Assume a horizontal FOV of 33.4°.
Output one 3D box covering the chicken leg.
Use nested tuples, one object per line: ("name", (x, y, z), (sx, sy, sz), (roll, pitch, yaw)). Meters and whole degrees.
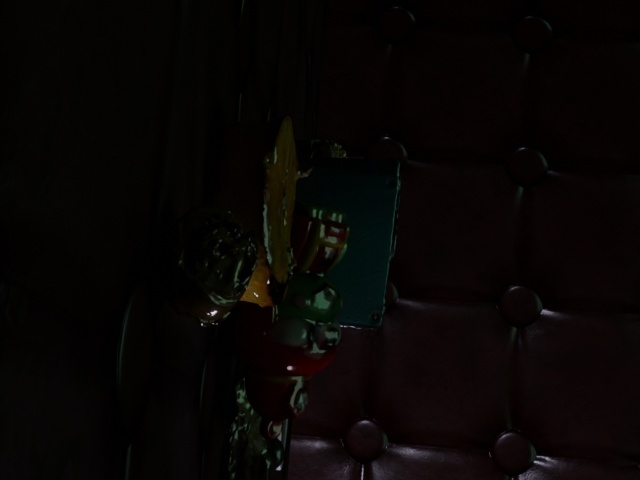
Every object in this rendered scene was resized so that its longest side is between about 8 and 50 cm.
("chicken leg", (-0.113, 0.012, 1.076), (0.251, 0.087, 0.107), (-113, -132, -81))

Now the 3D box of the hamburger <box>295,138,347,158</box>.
("hamburger", (-0.026, -0.039, 1.885), (0.302, 0.170, 0.302), (5, 90, -89))

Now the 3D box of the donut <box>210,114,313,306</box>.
("donut", (-0.075, -0.037, 1.347), (0.253, 0.118, 0.254), (-174, -90, -90))

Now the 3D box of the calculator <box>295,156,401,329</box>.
("calculator", (0.000, 0.000, 1.708), (0.058, 0.248, 0.274), (-128, -139, -82))

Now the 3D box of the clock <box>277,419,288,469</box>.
("clock", (-0.100, 0.342, 2.064), (0.197, 0.068, 0.197), (4, 90, -88))

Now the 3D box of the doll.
("doll", (-0.053, 0.118, 1.597), (0.182, 0.160, 0.363), (6, 91, -57))

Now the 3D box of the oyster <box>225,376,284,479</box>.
("oyster", (-0.109, 0.369, 1.689), (0.361, 0.096, 0.221), (-87, 173, -49))
